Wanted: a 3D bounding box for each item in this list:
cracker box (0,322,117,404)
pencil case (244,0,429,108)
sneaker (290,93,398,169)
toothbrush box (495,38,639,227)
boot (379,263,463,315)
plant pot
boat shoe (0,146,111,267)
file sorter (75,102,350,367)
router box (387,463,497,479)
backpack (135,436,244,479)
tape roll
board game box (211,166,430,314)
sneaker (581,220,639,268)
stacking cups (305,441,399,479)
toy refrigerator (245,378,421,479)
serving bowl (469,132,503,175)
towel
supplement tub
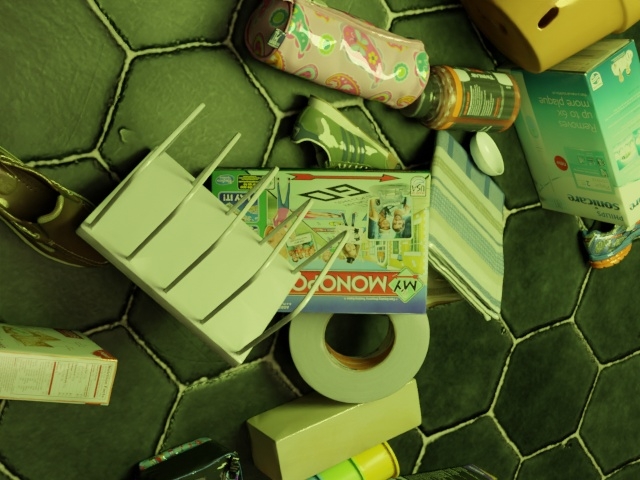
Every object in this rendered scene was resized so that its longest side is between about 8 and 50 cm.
[{"bbox_3d":[-0.400,0.153,1.277,0.232,0.156,0.067,11,94,-34],"label":"cracker box"},{"bbox_3d":[0.029,-0.286,1.475,0.284,0.124,0.124,15,92,-34],"label":"pencil case"},{"bbox_3d":[0.030,-0.142,1.547,0.192,0.064,0.086,35,88,-33],"label":"sneaker"},{"bbox_3d":[0.455,-0.190,1.711,0.126,0.216,0.295,-36,118,-21],"label":"toothbrush box"},{"bbox_3d":[0.184,0.001,1.656,0.262,0.095,0.203,-13,105,-27],"label":"boot"},{"bbox_3d":[0.357,-0.405,1.582,0.203,0.291,0.291,-44,121,1],"label":"plant pot"},{"bbox_3d":[-0.361,-0.035,1.296,0.257,0.095,0.095,35,81,-33],"label":"boat shoe"},{"bbox_3d":[-0.132,-0.015,1.309,0.278,0.173,0.192,42,46,-8],"label":"file sorter"},{"bbox_3d":[0.186,0.573,1.784,0.243,0.081,0.308,-2,101,-32],"label":"router box"},{"bbox_3d":[-0.186,0.404,1.489,0.158,0.117,0.173,-22,111,-27],"label":"backpack"},{"bbox_3d":[0.058,0.141,1.560,0.219,0.072,0.219,-1,102,-3],"label":"tape roll"},{"bbox_3d":[0.000,0.000,1.464,0.318,0.046,0.213,1,101,2],"label":"board game box"},{"bbox_3d":[0.585,-0.044,1.909,0.221,0.083,0.087,-45,112,-20],"label":"sneaker"},{"bbox_3d":[-0.020,0.424,1.611,0.316,0.096,0.096,-28,114,-25],"label":"stacking cups"},{"bbox_3d":[0.025,0.298,1.611,0.270,0.102,0.094,-19,110,-29],"label":"toy refrigerator"},{"bbox_3d":[0.281,-0.146,1.706,0.083,0.027,0.083,36,40,-37],"label":"serving bowl"},{"bbox_3d":[0.234,-0.031,1.625,0.209,0.034,0.285,43,40,-30],"label":"towel"},{"bbox_3d":[0.223,-0.231,1.620,0.198,0.106,0.106,-1,101,-33],"label":"supplement tub"}]
